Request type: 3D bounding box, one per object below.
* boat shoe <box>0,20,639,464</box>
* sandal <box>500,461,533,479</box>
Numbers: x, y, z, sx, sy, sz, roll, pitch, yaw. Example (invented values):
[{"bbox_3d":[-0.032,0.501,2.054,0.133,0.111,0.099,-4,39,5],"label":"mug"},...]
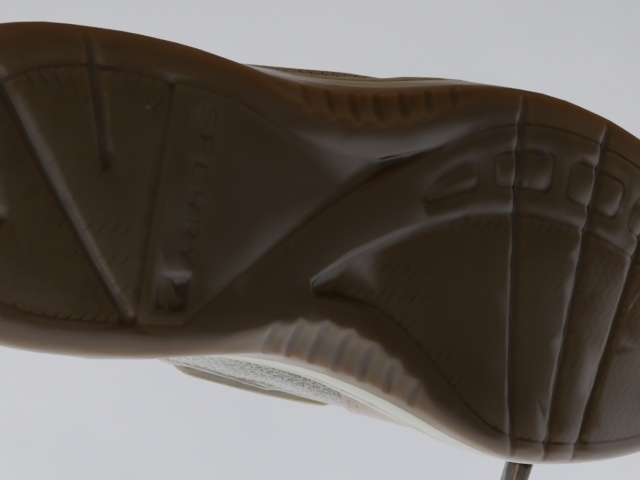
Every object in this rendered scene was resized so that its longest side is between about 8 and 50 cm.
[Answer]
[{"bbox_3d":[0.000,0.000,0.465,0.302,0.109,0.098,10,-179,-32],"label":"boat shoe"},{"bbox_3d":[0.121,0.060,1.012,0.060,0.219,0.090,1,175,8],"label":"sandal"}]
